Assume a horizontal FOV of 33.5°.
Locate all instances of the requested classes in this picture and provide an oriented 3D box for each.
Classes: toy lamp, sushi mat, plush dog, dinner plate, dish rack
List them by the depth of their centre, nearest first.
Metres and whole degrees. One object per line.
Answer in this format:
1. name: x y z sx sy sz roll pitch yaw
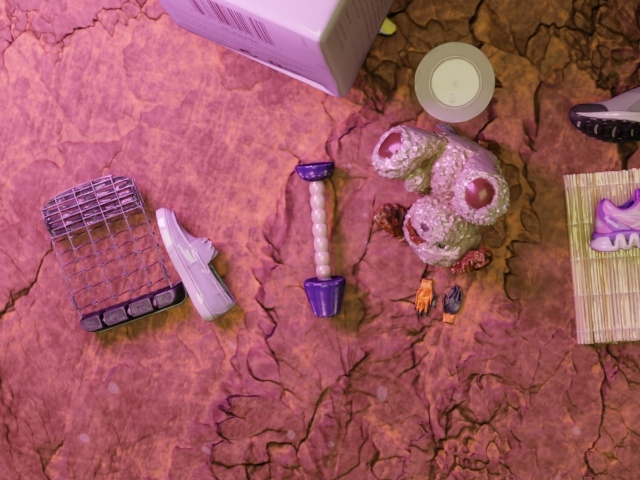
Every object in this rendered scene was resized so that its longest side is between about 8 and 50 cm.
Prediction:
1. plush dog: 0.219 -0.062 1.842 0.262 0.211 0.225 31 117 27
2. dinner plate: 0.236 -0.278 1.868 0.141 0.017 0.141 1 100 5
3. sushi mat: 0.520 0.031 1.890 0.152 0.019 0.316 -7 98 4
4. toy lamp: 0.000 0.000 1.897 0.080 0.080 0.274 -6 98 5
5. dish rack: -0.381 0.022 1.937 0.208 0.074 0.271 -19 95 6

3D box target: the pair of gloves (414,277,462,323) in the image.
1. pair of gloves: 0.214 0.110 1.930 0.083 0.010 0.074 13 99 2

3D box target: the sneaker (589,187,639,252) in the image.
1. sneaker: 0.578 -0.041 1.823 0.237 0.095 0.104 -6 90 5

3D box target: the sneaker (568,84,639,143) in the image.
1. sneaker: 0.562 -0.233 1.818 0.272 0.100 0.108 -6 74 9

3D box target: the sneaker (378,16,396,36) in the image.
1. sneaker: 0.066 -0.439 1.825 0.094 0.081 0.208 -43 94 4

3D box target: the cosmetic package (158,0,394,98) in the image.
1. cosmetic package: -0.036 -0.489 1.641 0.329 0.327 0.393 26 87 10

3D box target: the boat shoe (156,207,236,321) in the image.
1. boat shoe: -0.221 0.034 1.926 0.081 0.079 0.227 -25 102 1
